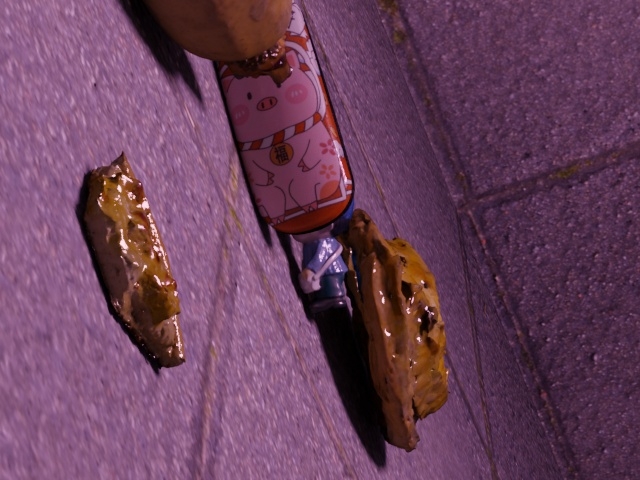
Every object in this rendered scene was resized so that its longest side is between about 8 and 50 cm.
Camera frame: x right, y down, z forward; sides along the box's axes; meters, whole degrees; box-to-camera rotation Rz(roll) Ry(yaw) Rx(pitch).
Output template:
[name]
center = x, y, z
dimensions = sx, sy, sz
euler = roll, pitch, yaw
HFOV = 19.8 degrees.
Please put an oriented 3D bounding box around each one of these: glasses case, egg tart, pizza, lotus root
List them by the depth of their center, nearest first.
[pizza]
center = -0.128, 0.013, 1.301
dimensions = 0.099, 0.036, 0.160
euler = 5, 66, -79
[lotus root]
center = -0.105, -0.265, 1.658
dimensions = 0.342, 0.152, 0.169
euler = 66, 25, -50
[glasses case]
center = -0.040, -0.134, 1.887
dimensions = 0.067, 0.103, 0.266
euler = 42, 29, -69
[egg tart]
center = 0.089, 0.089, 2.061
dimensions = 0.291, 0.107, 0.290
euler = 167, -90, -88

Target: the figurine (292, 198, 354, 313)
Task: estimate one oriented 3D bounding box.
[figurine]
center = 0.000, 0.000, 1.932
dimensions = 0.086, 0.087, 0.149
euler = -11, 89, -83
